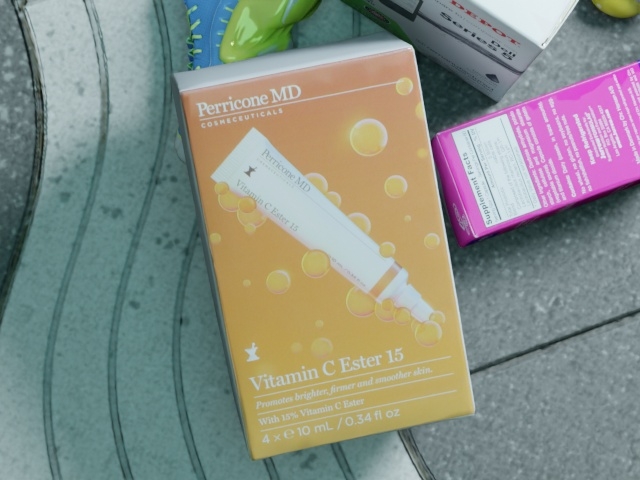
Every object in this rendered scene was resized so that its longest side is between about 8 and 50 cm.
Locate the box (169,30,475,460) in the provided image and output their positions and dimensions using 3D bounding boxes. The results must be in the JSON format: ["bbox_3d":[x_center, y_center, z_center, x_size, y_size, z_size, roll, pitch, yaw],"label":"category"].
[{"bbox_3d":[0.000,0.000,1.772,0.215,0.168,0.345,-12,102,-5],"label":"box"}]

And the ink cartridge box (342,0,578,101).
[{"bbox_3d":[0.134,-0.249,1.798,0.198,0.273,0.115,33,83,1],"label":"ink cartridge box"}]

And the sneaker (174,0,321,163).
[{"bbox_3d":[-0.098,-0.194,1.885,0.126,0.091,0.240,31,83,19],"label":"sneaker"}]

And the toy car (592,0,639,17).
[{"bbox_3d":[0.387,-0.318,1.872,0.225,0.239,0.053,-9,44,-18],"label":"toy car"}]

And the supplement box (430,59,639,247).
[{"bbox_3d":[0.224,-0.083,1.867,0.220,0.111,0.114,-19,86,-4],"label":"supplement box"}]
